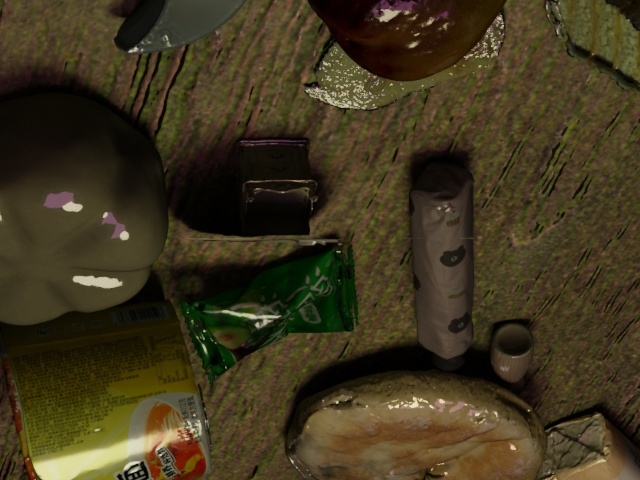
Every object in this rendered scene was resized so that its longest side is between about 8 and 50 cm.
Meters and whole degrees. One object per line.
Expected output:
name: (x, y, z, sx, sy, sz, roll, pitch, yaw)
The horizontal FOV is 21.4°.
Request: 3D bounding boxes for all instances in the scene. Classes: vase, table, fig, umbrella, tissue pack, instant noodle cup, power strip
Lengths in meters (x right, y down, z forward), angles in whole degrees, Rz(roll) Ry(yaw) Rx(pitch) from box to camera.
vase: (0.233, 0.149, 2.085, 0.053, 0.053, 0.100, -7, 144, -4)
table: (-0.047, -0.055, 1.758, 0.079, 0.083, 0.062, -1, 139, -11)
fig: (0.125, -0.252, 1.538, 0.274, 0.145, 0.170, -29, 140, 1)
umbrella: (0.141, 0.040, 1.922, 0.073, 0.067, 0.337, -44, 149, -27)
tissue pack: (0.355, 0.334, 2.299, 0.186, 0.090, 0.222, -25, 138, 20)
instant noodle cup: (-0.241, 0.186, 1.891, 0.200, 0.264, 0.264, -14, 141, -11)
power strip: (-0.136, -0.276, 1.503, 0.167, 0.054, 0.253, -13, 141, -1)

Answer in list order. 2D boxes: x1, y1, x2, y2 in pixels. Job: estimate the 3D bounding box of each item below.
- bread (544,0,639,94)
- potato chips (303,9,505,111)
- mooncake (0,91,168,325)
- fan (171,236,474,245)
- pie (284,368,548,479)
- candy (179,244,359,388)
bread: (0.306, -0.221, 1.637, 0.110, 0.156, 0.103, -38, 152, -18)
potato chips: (0.080, -0.185, 1.681, 0.209, 0.026, 0.142, -32, 139, 27)
mooncake: (-0.284, -0.021, 1.713, 0.275, 0.135, 0.275, -3, 142, -3)
fan: (0.000, 0.001, 1.768, 0.329, 0.009, 0.191, 0, 180, 12)
pie: (0.117, 0.256, 2.139, 0.337, 0.075, 0.337, 3, 140, 3)
candy: (-0.053, 0.078, 1.923, 0.203, 0.078, 0.141, -19, 152, -8)
